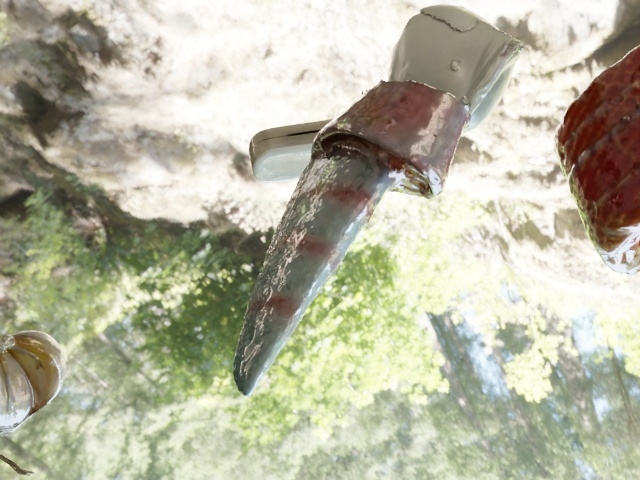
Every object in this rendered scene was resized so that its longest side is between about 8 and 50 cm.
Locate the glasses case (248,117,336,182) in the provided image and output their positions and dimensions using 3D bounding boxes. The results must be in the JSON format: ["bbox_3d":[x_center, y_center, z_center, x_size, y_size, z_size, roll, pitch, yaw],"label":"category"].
[{"bbox_3d":[-0.002,-0.128,1.033,0.196,0.083,0.050,-9,-121,-10],"label":"glasses case"}]

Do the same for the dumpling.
[{"bbox_3d":[0.175,-0.239,1.165,0.260,0.181,0.341,-58,-136,12],"label":"dumpling"}]

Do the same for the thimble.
[{"bbox_3d":[0.510,-0.123,1.039,0.350,0.350,0.231,-23,-117,14],"label":"thimble"}]

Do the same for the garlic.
[{"bbox_3d":[-0.512,0.234,1.156,0.207,0.207,0.257,-35,-137,0],"label":"garlic"}]

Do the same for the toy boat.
[{"bbox_3d":[0.000,0.000,0.614,0.206,0.096,0.282,2,-122,60],"label":"toy boat"}]
